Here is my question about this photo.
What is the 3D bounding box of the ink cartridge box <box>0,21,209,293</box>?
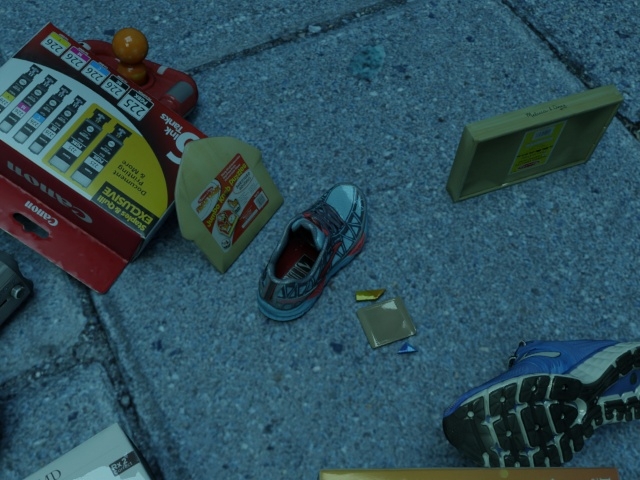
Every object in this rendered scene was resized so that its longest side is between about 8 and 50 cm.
[{"bbox_3d":[-0.364,-0.119,1.055,0.309,0.130,0.271,35,61,-9],"label":"ink cartridge box"}]

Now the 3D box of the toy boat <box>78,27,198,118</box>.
[{"bbox_3d":[-0.325,-0.292,1.200,0.231,0.151,0.151,21,44,10],"label":"toy boat"}]

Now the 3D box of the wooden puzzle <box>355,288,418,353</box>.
[{"bbox_3d":[0.098,0.122,1.056,0.079,0.014,0.116,-13,59,-5],"label":"wooden puzzle"}]

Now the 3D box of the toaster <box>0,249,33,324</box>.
[{"bbox_3d":[-0.542,0.062,0.999,0.227,0.129,0.146,24,63,10],"label":"toaster"}]

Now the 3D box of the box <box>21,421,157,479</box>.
[{"bbox_3d":[-0.271,0.329,0.813,0.181,0.182,0.119,-30,65,-19],"label":"box"}]

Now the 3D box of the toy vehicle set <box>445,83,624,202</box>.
[{"bbox_3d":[0.344,-0.156,1.147,0.267,0.166,0.035,-17,61,-13],"label":"toy vehicle set"}]

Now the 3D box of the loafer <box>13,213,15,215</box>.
[{"bbox_3d":[-0.513,-0.088,1.127,0.251,0.094,0.087,-21,36,-25],"label":"loafer"}]

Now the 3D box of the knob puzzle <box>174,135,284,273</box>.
[{"bbox_3d":[-0.156,-0.075,1.080,0.030,0.213,0.213,10,52,42],"label":"knob puzzle"}]

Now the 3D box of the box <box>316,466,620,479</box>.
[{"bbox_3d":[0.167,0.387,0.804,0.345,0.168,0.215,0,58,-3],"label":"box"}]

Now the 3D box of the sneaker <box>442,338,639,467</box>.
[{"bbox_3d":[0.294,0.209,0.937,0.330,0.147,0.129,-10,96,-26],"label":"sneaker"}]

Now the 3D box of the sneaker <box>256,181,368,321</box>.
[{"bbox_3d":[0.000,0.000,1.060,0.104,0.125,0.262,26,61,13],"label":"sneaker"}]
